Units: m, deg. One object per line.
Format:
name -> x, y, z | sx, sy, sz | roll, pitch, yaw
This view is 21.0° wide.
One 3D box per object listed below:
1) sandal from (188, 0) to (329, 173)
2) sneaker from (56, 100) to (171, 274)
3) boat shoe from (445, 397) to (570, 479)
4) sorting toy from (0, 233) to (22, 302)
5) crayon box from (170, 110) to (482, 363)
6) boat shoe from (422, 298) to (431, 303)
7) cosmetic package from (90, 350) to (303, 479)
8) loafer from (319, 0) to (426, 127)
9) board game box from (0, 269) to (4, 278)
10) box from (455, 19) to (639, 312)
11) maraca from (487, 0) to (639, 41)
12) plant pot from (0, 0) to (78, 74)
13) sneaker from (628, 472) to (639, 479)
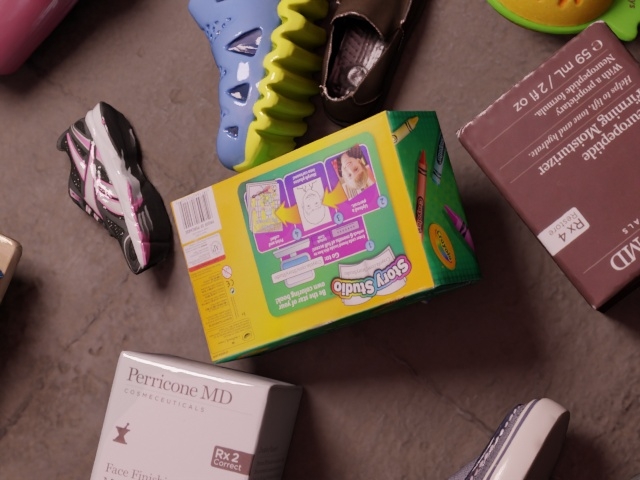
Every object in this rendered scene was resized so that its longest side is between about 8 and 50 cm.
sandal -> -0.066, -0.220, 1.685 | 0.138, 0.126, 0.317 | 6, 79, 16
sneaker -> -0.210, -0.044, 1.730 | 0.077, 0.072, 0.178 | -26, 73, 21
boat shoe -> 0.087, 0.270, 1.606 | 0.158, 0.127, 0.340 | 30, 90, 21
sorting toy -> -0.450, 0.073, 1.753 | 0.257, 0.089, 0.255 | 24, 91, 13
crayon box -> 0.000, 0.000, 1.610 | 0.278, 0.081, 0.165 | -20, 81, 36
boat shoe -> 0.064, -0.024, 1.662 | 0.066, 0.066, 0.183 | -37, 79, 6
cosmetic package -> -0.120, 0.209, 1.639 | 0.151, 0.151, 0.183 | 12, 88, 12
loafer -> 0.053, -0.218, 1.672 | 0.080, 0.078, 0.220 | 13, 89, 13
board game box -> -0.519, 0.001, 1.683 | 0.302, 0.086, 0.308 | -37, 79, 7
box -> 0.256, -0.062, 1.571 | 0.168, 0.167, 0.203 | -39, 79, 7
maraca -> 0.234, -0.248, 1.629 | 0.186, 0.099, 0.127 | 12, 70, -6
plant pot -> -0.316, -0.273, 1.710 | 0.201, 0.201, 0.180 | 36, 109, 12
sneaker -> 0.281, 0.376, 1.547 | 0.125, 0.139, 0.340 | 12, 87, 15
